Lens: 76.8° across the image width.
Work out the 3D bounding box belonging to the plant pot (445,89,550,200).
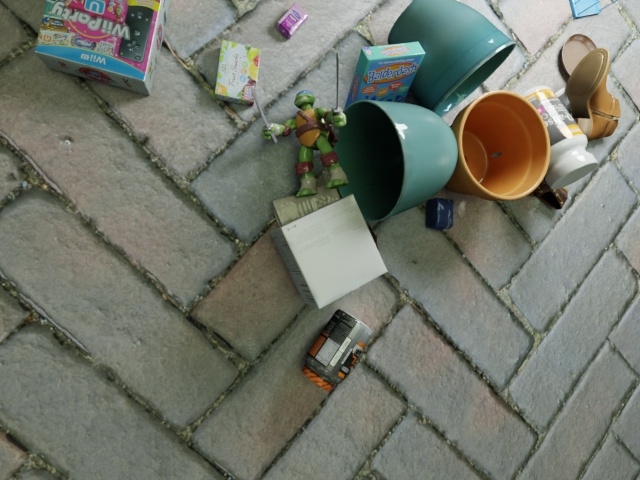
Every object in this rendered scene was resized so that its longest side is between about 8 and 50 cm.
[{"bbox_3d":[0.456,-0.246,1.149,0.291,0.203,0.291,1,88,-18],"label":"plant pot"}]

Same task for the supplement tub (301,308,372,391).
[{"bbox_3d":[0.041,0.285,1.051,0.117,0.117,0.190,38,79,-13],"label":"supplement tub"}]

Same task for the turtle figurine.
[{"bbox_3d":[-0.039,-0.247,0.968,0.198,0.274,0.266,-14,91,-8],"label":"turtle figurine"}]

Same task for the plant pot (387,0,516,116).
[{"bbox_3d":[0.331,-0.519,1.100,0.271,0.271,0.255,-36,85,-15],"label":"plant pot"}]

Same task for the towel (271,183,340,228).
[{"bbox_3d":[0.000,0.000,1.084,0.187,0.049,0.282,-20,93,-18],"label":"towel"}]

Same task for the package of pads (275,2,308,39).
[{"bbox_3d":[-0.076,-0.590,1.085,0.050,0.032,0.083,39,78,-10],"label":"package of pads"}]

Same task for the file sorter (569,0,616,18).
[{"bbox_3d":[0.921,-0.867,1.361,0.118,0.104,0.170,-18,93,-17],"label":"file sorter"}]

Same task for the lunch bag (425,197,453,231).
[{"bbox_3d":[0.353,-0.074,1.182,0.065,0.067,0.098,3,89,-16],"label":"lunch bag"}]

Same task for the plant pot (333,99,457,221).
[{"bbox_3d":[0.203,-0.213,1.039,0.235,0.293,0.293,-14,93,-29],"label":"plant pot"}]

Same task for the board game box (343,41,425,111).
[{"bbox_3d":[0.160,-0.410,1.061,0.160,0.210,0.047,-14,66,-16],"label":"board game box"}]

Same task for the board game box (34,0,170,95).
[{"bbox_3d":[-0.482,-0.520,0.927,0.224,0.097,0.303,11,86,-16],"label":"board game box"}]

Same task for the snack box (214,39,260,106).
[{"bbox_3d":[-0.212,-0.427,1.036,0.100,0.037,0.141,7,86,-15],"label":"snack box"}]

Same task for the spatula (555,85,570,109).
[{"bbox_3d":[0.832,-0.458,1.350,0.242,0.019,0.168,-33,119,-14],"label":"spatula"}]

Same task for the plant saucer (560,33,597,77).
[{"bbox_3d":[0.882,-0.618,1.381,0.168,0.029,0.168,1,87,-18],"label":"plant saucer"}]

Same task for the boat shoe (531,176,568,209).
[{"bbox_3d":[0.710,-0.171,1.291,0.207,0.073,0.073,28,78,-14],"label":"boat shoe"}]

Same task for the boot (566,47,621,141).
[{"bbox_3d":[0.912,-0.462,1.312,0.220,0.109,0.283,-7,111,-23],"label":"boot"}]

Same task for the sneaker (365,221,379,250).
[{"bbox_3d":[0.136,-0.014,1.133,0.057,0.047,0.119,-16,95,-36],"label":"sneaker"}]

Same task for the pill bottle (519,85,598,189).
[{"bbox_3d":[0.671,-0.301,1.192,0.162,0.162,0.278,-15,68,-17],"label":"pill bottle"}]

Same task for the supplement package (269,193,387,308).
[{"bbox_3d":[0.015,0.026,0.983,0.194,0.149,0.203,-26,95,-17],"label":"supplement package"}]

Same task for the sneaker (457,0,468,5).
[{"bbox_3d":[0.369,-0.753,1.213,0.151,0.094,0.256,27,104,23],"label":"sneaker"}]
